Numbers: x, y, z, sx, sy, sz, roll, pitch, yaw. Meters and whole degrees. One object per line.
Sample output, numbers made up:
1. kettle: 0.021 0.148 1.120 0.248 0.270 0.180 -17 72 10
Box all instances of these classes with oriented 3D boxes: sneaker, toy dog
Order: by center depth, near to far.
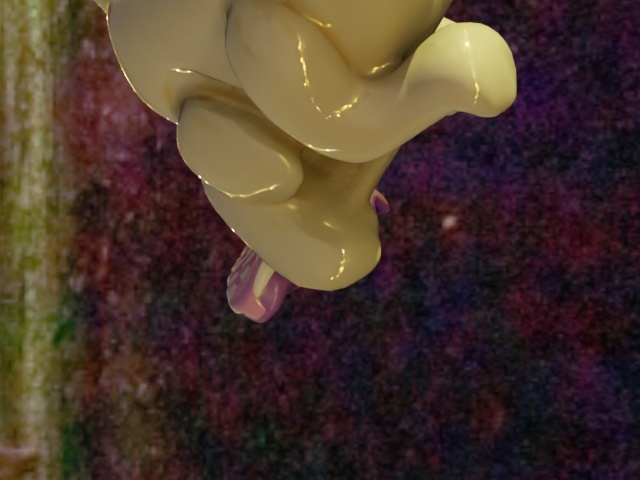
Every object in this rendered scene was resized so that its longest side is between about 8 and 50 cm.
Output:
1. toy dog: -0.010 -0.221 0.722 0.395 0.284 0.408 40 158 11
2. sneaker: 0.000 0.000 0.941 0.095 0.104 0.236 -43 10 38
